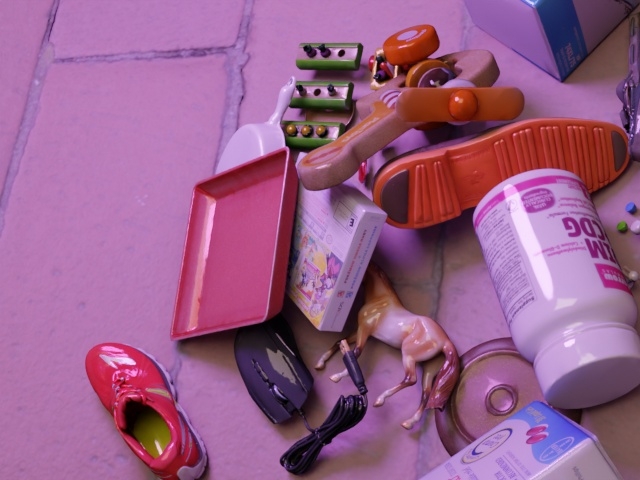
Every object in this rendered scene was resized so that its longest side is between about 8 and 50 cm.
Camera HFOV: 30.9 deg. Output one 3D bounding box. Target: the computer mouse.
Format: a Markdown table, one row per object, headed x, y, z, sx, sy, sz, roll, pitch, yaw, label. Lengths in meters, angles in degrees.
| x | y | z | sx | sy | sz | roll | pitch | yaw | label |
| --- | --- | --- | --- | --- | --- | --- | --- | --- | --- |
| -0.038 | 0.176 | 1.611 | 0.184 | 0.060 | 0.262 | -42 | 54 | 27 | computer mouse |

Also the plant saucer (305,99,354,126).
| x | y | z | sx | sy | sz | roll | pitch | yaw | label |
| --- | --- | --- | --- | --- | --- | --- | --- | --- | --- |
| 0.017 | -0.201 | 1.838 | 0.083 | 0.015 | 0.083 | -10 | 62 | 19 | plant saucer |

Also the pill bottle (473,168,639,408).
| x | y | z | sx | sy | sz | roll | pitch | yaw | label |
| --- | --- | --- | --- | --- | --- | --- | --- | --- | --- |
| 0.309 | 0.062 | 1.489 | 0.160 | 0.160 | 0.283 | -22 | 56 | 12 | pill bottle |

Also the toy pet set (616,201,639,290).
| x | y | z | sx | sy | sz | roll | pitch | yaw | label |
| --- | --- | --- | --- | --- | --- | --- | --- | --- | --- |
| 0.445 | 0.012 | 1.537 | 0.122 | 0.065 | 0.114 | -61 | 22 | -17 | toy pet set |

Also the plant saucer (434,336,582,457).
| x | y | z | sx | sy | sz | roll | pitch | yaw | label |
| --- | --- | --- | --- | --- | --- | --- | --- | --- | --- |
| 0.242 | 0.215 | 1.523 | 0.199 | 0.036 | 0.198 | -9 | 63 | 19 | plant saucer |

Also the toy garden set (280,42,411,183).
| x | y | z | sx | sy | sz | roll | pitch | yaw | label |
| --- | --- | --- | --- | --- | --- | --- | --- | --- | --- |
| 0.027 | -0.198 | 1.786 | 0.204 | 0.049 | 0.244 | 5 | 76 | 28 | toy garden set |

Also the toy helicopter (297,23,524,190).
| x | y | z | sx | sy | sz | roll | pitch | yaw | label |
| --- | --- | --- | --- | --- | --- | --- | --- | --- | --- |
| 0.117 | -0.168 | 1.602 | 0.355 | 0.140 | 0.235 | -38 | 29 | -28 | toy helicopter |

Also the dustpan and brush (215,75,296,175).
| x | y | z | sx | sy | sz | roll | pitch | yaw | label |
| --- | --- | --- | --- | --- | --- | --- | --- | --- | --- |
| -0.088 | -0.159 | 1.807 | 0.147 | 0.060 | 0.211 | 31 | 110 | 51 | dustpan and brush |

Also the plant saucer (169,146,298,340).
| x | y | z | sx | sy | sz | roll | pitch | yaw | label |
| --- | --- | --- | --- | --- | --- | --- | --- | --- | --- |
| -0.120 | 0.015 | 1.703 | 0.258 | 0.048 | 0.259 | -16 | 61 | 51 | plant saucer |

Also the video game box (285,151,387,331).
| x | y | z | sx | sy | sz | roll | pitch | yaw | label |
| --- | --- | --- | --- | --- | --- | --- | --- | --- | --- |
| 0.000 | 0.000 | 1.642 | 0.205 | 0.048 | 0.187 | 46 | 119 | 51 | video game box |

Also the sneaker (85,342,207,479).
| x | y | z | sx | sy | sz | roll | pitch | yaw | label |
| --- | --- | --- | --- | --- | --- | --- | --- | --- | --- |
| -0.262 | 0.235 | 1.676 | 0.107 | 0.118 | 0.279 | -44 | 57 | -3 | sneaker |

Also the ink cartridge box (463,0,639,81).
| x | y | z | sx | sy | sz | roll | pitch | yaw | label |
| --- | --- | --- | --- | --- | --- | --- | --- | --- | --- |
| 0.358 | -0.422 | 1.696 | 0.270 | 0.197 | 0.198 | -45 | 56 | -3 | ink cartridge box |

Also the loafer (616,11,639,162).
| x | y | z | sx | sy | sz | roll | pitch | yaw | label |
| --- | --- | --- | --- | --- | --- | --- | --- | --- | --- |
| 0.454 | -0.216 | 1.619 | 0.084 | 0.096 | 0.267 | 4 | 58 | 28 | loafer |

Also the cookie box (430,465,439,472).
| x | y | z | sx | sy | sz | roll | pitch | yaw | label |
| --- | --- | --- | --- | --- | --- | --- | --- | --- | --- |
| 0.145 | 0.360 | 1.487 | 0.107 | 0.040 | 0.092 | -41 | 57 | -1 | cookie box |

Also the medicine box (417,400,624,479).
| x | y | z | sx | sy | sz | roll | pitch | yaw | label |
| --- | --- | --- | --- | --- | --- | --- | --- | --- | --- |
| 0.199 | 0.337 | 1.314 | 0.289 | 0.263 | 0.149 | -34 | 92 | -1 | medicine box |

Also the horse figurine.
| x | y | z | sx | sy | sz | roll | pitch | yaw | label |
| --- | --- | --- | --- | --- | --- | --- | --- | --- | --- |
| 0.102 | 0.146 | 1.598 | 0.263 | 0.066 | 0.174 | 29 | 82 | 38 | horse figurine |

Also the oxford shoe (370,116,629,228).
| x | y | z | sx | sy | sz | roll | pitch | yaw | label |
| --- | --- | --- | --- | --- | --- | --- | --- | --- | --- |
| 0.247 | -0.113 | 1.632 | 0.364 | 0.129 | 0.132 | -9 | 18 | 0 | oxford shoe |
